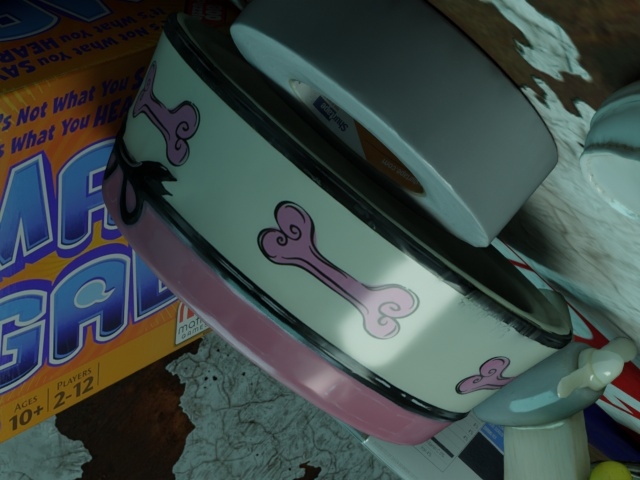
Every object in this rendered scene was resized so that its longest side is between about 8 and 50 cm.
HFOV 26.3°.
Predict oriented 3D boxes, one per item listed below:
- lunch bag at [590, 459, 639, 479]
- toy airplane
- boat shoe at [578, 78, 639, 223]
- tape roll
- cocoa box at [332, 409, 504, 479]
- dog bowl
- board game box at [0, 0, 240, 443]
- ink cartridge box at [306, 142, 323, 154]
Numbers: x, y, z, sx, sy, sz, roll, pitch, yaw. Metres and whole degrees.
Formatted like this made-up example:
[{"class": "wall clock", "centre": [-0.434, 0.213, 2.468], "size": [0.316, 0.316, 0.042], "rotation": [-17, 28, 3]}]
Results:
[{"class": "lunch bag", "centre": [0.413, 0.368, 1.720], "size": [0.287, 0.169, 0.235], "rotation": [35, 175, 9]}, {"class": "toy airplane", "centre": [0.212, 0.281, 1.158], "size": [0.386, 0.384, 0.272], "rotation": [40, -174, 30]}, {"class": "boat shoe", "centre": [0.177, 0.004, 0.551], "size": [0.098, 0.096, 0.277], "rotation": [42, 176, -25]}, {"class": "tape roll", "centre": [0.046, -0.091, 0.881], "size": [0.219, 0.072, 0.219], "rotation": [41, 175, 4]}, {"class": "cocoa box", "centre": [0.104, 0.139, 1.639], "size": [0.231, 0.228, 0.347], "rotation": [44, 174, -34]}, {"class": "dog bowl", "centre": [0.000, 0.000, 1.104], "size": [0.408, 0.150, 0.408], "rotation": [38, -170, -8]}, {"class": "board game box", "centre": [-0.333, -0.071, 1.285], "size": [0.356, 0.356, 0.357], "rotation": [31, 129, 31]}, {"class": "ink cartridge box", "centre": [0.040, -0.034, 1.385], "size": [0.208, 0.087, 0.153], "rotation": [41, 176, -17]}]
